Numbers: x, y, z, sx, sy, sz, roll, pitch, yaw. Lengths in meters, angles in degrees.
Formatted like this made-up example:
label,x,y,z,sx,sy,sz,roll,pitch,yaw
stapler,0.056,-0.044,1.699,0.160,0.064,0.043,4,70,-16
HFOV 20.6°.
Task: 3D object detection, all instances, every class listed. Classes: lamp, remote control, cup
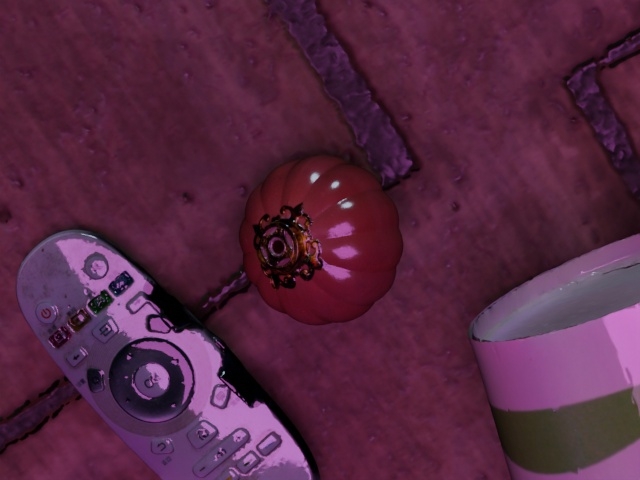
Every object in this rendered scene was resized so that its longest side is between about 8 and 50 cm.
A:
label,x,y,z,sx,sy,sz,roll,pitch,yaw
lamp,0.000,0.000,1.098,0.107,0.092,0.107,3,95,35
remote control,-0.097,0.096,1.156,0.097,0.045,0.256,-39,99,11
cup,0.225,0.140,1.072,0.253,0.253,0.274,-22,97,8
